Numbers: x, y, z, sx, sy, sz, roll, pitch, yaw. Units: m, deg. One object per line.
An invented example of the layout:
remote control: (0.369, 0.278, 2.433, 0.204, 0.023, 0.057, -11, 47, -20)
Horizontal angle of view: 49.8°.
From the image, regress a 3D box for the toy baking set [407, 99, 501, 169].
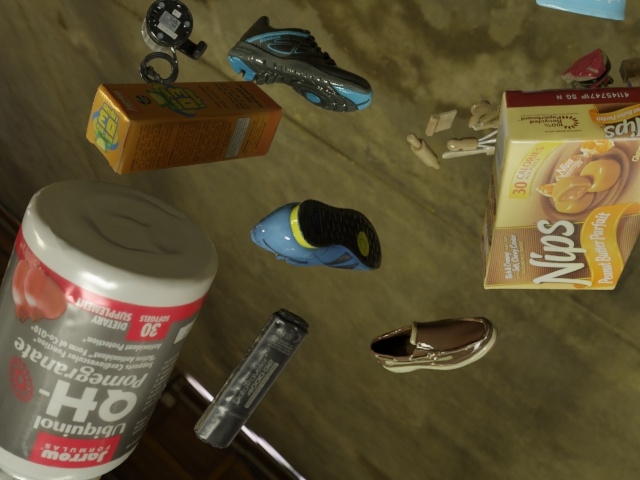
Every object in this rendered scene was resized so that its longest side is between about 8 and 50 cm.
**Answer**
toy baking set: (0.278, -0.188, 1.305, 0.256, 0.196, 0.030, 35, -139, -63)

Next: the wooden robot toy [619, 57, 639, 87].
wooden robot toy: (0.482, -0.204, 1.083, 0.076, 0.079, 0.173, 47, -143, -77)

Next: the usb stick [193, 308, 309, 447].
usb stick: (-0.121, 0.242, 1.197, 0.077, 0.278, 0.045, 32, -171, -20)

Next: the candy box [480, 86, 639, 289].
candy box: (0.311, -0.051, 0.877, 0.182, 0.088, 0.316, 0, 146, 7)

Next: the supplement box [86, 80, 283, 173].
supplement box: (-0.160, -0.144, 0.847, 0.078, 0.233, 0.080, 45, 129, 25)

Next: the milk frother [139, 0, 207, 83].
milk frother: (-0.297, -0.363, 1.290, 0.129, 0.143, 0.134, 52, 172, -17)

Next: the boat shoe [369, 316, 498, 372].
boat shoe: (0.205, 0.195, 1.308, 0.257, 0.095, 0.095, -24, 135, 34)

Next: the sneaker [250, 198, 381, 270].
sneaker: (0.000, 0.000, 0.827, 0.082, 0.069, 0.209, -16, 162, 31)

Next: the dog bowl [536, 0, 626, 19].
dog bowl: (0.216, -0.328, 0.806, 0.297, 0.166, 0.074, 18, 116, 15)

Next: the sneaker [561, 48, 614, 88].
sneaker: (0.459, -0.270, 1.154, 0.075, 0.063, 0.170, 44, -169, -2)

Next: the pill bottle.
pill bottle: (-0.237, 0.117, 0.673, 0.176, 0.176, 0.319, 36, 113, 22)

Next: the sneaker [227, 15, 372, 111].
sneaker: (-0.032, -0.380, 1.448, 0.340, 0.140, 0.125, 26, 165, 19)
